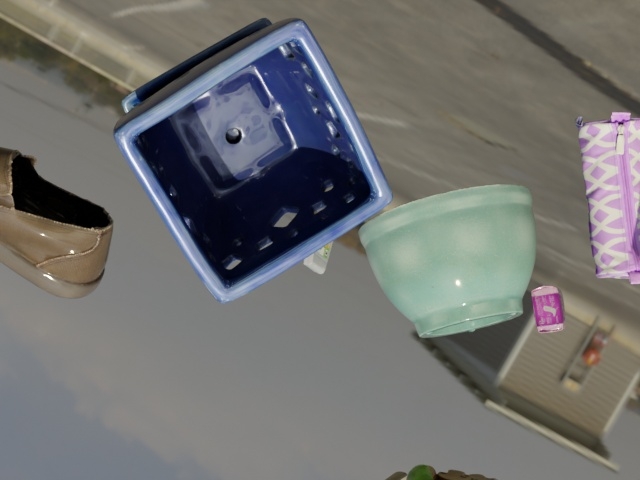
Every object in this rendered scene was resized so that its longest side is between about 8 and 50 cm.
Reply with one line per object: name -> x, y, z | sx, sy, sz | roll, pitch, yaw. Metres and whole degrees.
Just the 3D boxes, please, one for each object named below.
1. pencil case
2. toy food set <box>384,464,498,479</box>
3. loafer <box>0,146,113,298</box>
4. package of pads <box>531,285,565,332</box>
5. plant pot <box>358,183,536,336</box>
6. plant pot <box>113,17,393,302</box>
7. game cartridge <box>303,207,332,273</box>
pencil case -> 0.362, -0.052, 1.121 | 0.086, 0.206, 0.088 | -7, 178, -4
toy food set -> 0.144, 0.243, 0.896 | 0.192, 0.038, 0.132 | 8, -174, 22
loafer -> -0.403, -0.076, 1.129 | 0.366, 0.130, 0.134 | 32, -152, -18
package of pads -> 0.255, 0.077, 1.043 | 0.032, 0.050, 0.083 | -10, 172, 16
plant pot -> 0.225, 0.048, 1.536 | 0.293, 0.196, 0.293 | -11, 168, -2
plant pot -> -0.088, -0.109, 1.072 | 0.236, 0.236, 0.212 | 60, 177, -25
game cartridge -> 0.000, 0.000, 1.290 | 0.017, 0.083, 0.056 | 8, 167, 28
